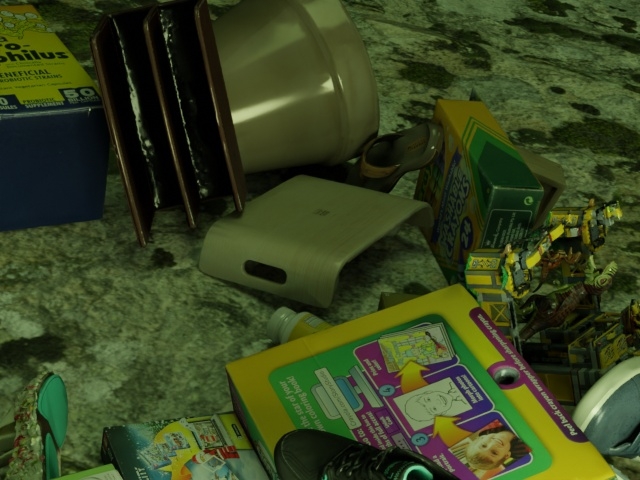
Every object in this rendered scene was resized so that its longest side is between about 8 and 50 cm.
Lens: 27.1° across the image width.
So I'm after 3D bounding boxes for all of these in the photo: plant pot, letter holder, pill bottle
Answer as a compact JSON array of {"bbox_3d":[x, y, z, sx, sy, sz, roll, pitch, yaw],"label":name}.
[{"bbox_3d":[-0.107,-0.234,2.097,0.280,0.323,0.323,-25,44,-22],"label":"plant pot"},{"bbox_3d":[-0.208,-0.166,1.852,0.152,0.301,0.214,-11,19,3],"label":"letter holder"},{"bbox_3d":[-0.011,0.132,1.724,0.116,0.065,0.065,27,35,26],"label":"pill bottle"}]

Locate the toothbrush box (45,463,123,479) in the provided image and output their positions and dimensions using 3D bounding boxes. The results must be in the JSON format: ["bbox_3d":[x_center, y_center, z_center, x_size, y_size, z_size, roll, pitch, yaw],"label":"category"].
[{"bbox_3d":[-0.287,0.345,1.233,0.283,0.122,0.206,-9,37,-31],"label":"toothbrush box"}]

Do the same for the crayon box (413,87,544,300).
[{"bbox_3d":[0.220,-0.073,1.998,0.083,0.203,0.323,2,32,-15],"label":"crayon box"}]

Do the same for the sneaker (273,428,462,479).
[{"bbox_3d":[0.064,0.236,1.317,0.267,0.106,0.101,20,50,31],"label":"sneaker"}]

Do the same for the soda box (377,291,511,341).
[{"bbox_3d":[0.168,0.117,1.808,0.181,0.061,0.058,6,31,-8],"label":"soda box"}]

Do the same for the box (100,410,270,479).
[{"bbox_3d":[-0.133,0.284,1.455,0.159,0.044,0.233,-4,34,-24],"label":"box"}]

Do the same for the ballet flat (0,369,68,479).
[{"bbox_3d":[-0.323,0.227,1.459,0.077,0.091,0.241,-15,30,0],"label":"ballet flat"}]

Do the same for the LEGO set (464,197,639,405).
[{"bbox_3d":[0.352,0.081,1.736,0.192,0.254,0.331,0,7,38],"label":"LEGO set"}]

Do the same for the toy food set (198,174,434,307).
[{"bbox_3d":[0.000,0.000,1.940,0.220,0.092,0.306,15,28,29],"label":"toy food set"}]

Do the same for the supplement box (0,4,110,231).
[{"bbox_3d":[-0.466,-0.190,1.977,0.194,0.195,0.356,-8,36,-29],"label":"supplement box"}]

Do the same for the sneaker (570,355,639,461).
[{"bbox_3d":[0.436,0.233,1.572,0.350,0.131,0.148,9,29,-43],"label":"sneaker"}]

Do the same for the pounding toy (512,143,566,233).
[{"bbox_3d":[0.296,-0.080,2.123,0.130,0.141,0.100,22,30,-10],"label":"pounding toy"}]

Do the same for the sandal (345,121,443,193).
[{"bbox_3d":[0.102,-0.125,2.046,0.060,0.219,0.090,15,66,-33],"label":"sandal"}]

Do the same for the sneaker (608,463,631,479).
[{"bbox_3d":[0.355,0.364,1.444,0.131,0.112,0.319,-32,43,-29],"label":"sneaker"}]

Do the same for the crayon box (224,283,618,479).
[{"bbox_3d":[0.101,0.231,1.488,0.313,0.106,0.363,-19,39,-13],"label":"crayon box"}]
